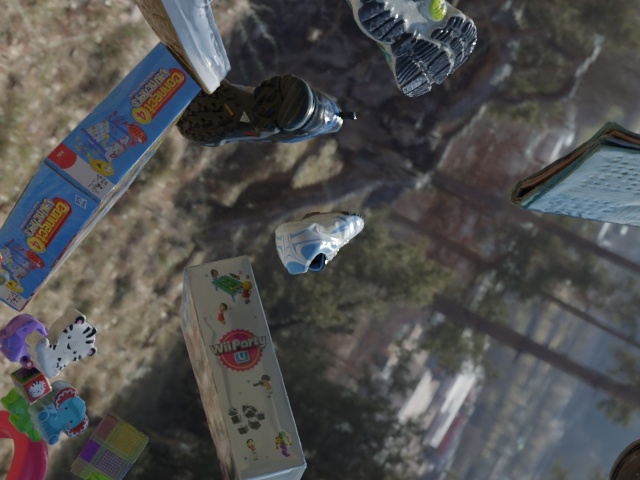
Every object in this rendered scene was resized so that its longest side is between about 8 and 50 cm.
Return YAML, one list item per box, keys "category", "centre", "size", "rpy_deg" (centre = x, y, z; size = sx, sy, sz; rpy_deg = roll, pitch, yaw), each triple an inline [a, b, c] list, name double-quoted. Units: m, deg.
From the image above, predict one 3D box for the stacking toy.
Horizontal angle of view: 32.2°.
- category: "stacking toy"
  centre: [-0.232, 0.117, 0.940]
  size: [0.052, 0.167, 0.221]
  rpy_deg: [-32, 130, -28]

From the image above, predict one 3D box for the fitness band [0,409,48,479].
- category: "fitness band"
  centre: [-0.445, 0.344, 1.378]
  size: [0.054, 0.209, 0.291]
  rpy_deg: [54, 33, -37]

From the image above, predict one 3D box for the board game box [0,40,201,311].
- category: "board game box"
  centre: [-0.313, -0.089, 1.519]
  size: [0.302, 0.086, 0.308]
  rpy_deg: [-43, -169, 46]

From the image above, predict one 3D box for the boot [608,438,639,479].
- category: "boot"
  centre: [0.523, 0.379, 1.621]
  size: [0.263, 0.091, 0.229]
  rpy_deg: [-49, -165, 35]

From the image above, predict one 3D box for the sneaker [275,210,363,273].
- category: "sneaker"
  centre: [0.000, 0.000, 1.743]
  size: [0.237, 0.085, 0.086]
  rpy_deg: [-19, 106, -62]

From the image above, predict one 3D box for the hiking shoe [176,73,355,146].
- category: "hiking shoe"
  centre: [-0.101, -0.187, 1.711]
  size: [0.132, 0.304, 0.113]
  rpy_deg: [16, 84, -47]

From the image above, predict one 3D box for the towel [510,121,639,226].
- category: "towel"
  centre: [0.468, -0.069, 1.451]
  size: [0.271, 0.370, 0.040]
  rpy_deg: [137, -42, -68]

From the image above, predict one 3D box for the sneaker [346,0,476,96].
- category: "sneaker"
  centre: [0.088, -0.249, 1.192]
  size: [0.107, 0.110, 0.275]
  rpy_deg: [-37, 150, 5]

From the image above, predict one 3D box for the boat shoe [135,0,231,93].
- category: "boat shoe"
  centre: [-0.121, -0.246, 0.938]
  size: [0.096, 0.098, 0.277]
  rpy_deg: [-35, 137, -12]

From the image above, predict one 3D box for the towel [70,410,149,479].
- category: "towel"
  centre: [-0.244, 0.246, 1.291]
  size: [0.083, 0.060, 0.009]
  rpy_deg: [-56, -169, -1]

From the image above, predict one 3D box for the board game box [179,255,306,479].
- category: "board game box"
  centre: [-0.114, 0.206, 1.557]
  size: [0.097, 0.303, 0.224]
  rpy_deg: [-12, 157, -14]
